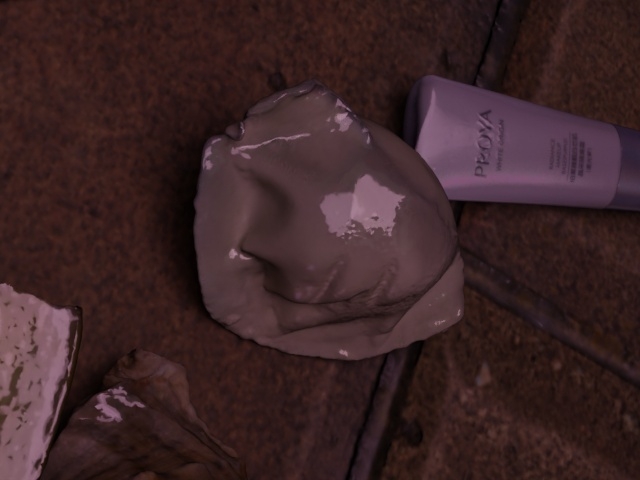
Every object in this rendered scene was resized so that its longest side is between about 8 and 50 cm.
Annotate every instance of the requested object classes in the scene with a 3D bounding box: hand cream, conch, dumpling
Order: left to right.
[{"bbox_3d":[-0.082,0.196,0.730,0.210,0.159,0.291,26,67,-27],"label":"conch"},{"bbox_3d":[0.002,0.003,0.858,0.155,0.111,0.181,-34,96,-1],"label":"dumpling"},{"bbox_3d":[0.162,-0.055,1.000,0.255,0.048,0.079,7,80,-32],"label":"hand cream"}]

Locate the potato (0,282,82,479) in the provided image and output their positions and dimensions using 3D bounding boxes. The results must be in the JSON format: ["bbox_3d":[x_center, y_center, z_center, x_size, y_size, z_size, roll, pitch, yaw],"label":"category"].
[{"bbox_3d":[-0.270,0.114,0.648,0.269,0.112,0.255,19,75,-24],"label":"potato"}]
